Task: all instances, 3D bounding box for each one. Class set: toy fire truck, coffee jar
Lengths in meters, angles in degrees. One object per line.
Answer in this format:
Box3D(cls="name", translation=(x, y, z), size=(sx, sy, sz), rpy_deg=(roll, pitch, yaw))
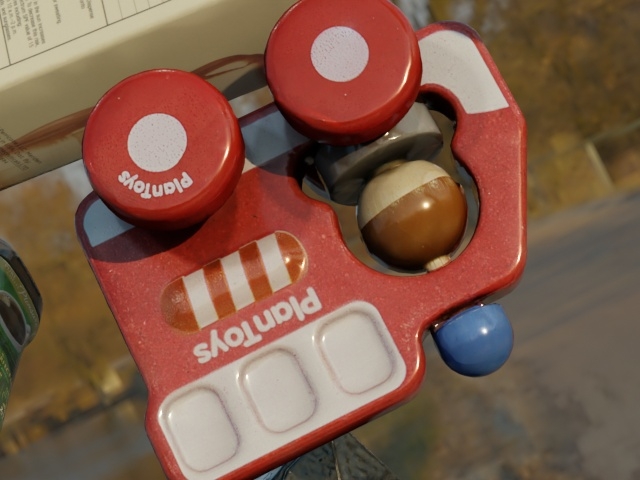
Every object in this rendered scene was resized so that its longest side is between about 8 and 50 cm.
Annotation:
Box3D(cls="toy fire truck", translation=(0.000, 0.000, 1.184), size=(0.302, 0.254, 0.169), rpy_deg=(-25, -16, -3))
Box3D(cls="coffee jar", translation=(-0.263, 0.077, 1.351), size=(0.079, 0.096, 0.184), rpy_deg=(-16, 30, 16))

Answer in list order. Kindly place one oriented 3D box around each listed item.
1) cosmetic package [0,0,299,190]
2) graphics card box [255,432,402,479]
Box3D(cls="cosmetic package", translation=(-0.145, -0.162, 1.263), size=(0.296, 0.153, 0.129), rpy_deg=(-19, -26, 14))
Box3D(cls="graphics card box", translation=(-0.019, 0.311, 1.491), size=(0.371, 0.233, 0.094), rpy_deg=(-43, 3, 47))
